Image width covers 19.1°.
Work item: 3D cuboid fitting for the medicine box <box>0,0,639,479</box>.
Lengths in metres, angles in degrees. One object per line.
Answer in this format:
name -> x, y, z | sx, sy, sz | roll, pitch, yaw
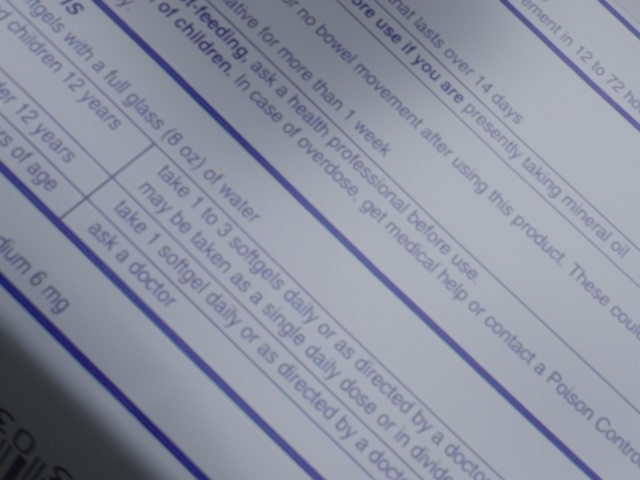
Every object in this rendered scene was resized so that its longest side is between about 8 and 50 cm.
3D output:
medicine box -> 0.000, 0.000, 0.604 | 0.263, 0.289, 0.149 | 44, -38, 5
